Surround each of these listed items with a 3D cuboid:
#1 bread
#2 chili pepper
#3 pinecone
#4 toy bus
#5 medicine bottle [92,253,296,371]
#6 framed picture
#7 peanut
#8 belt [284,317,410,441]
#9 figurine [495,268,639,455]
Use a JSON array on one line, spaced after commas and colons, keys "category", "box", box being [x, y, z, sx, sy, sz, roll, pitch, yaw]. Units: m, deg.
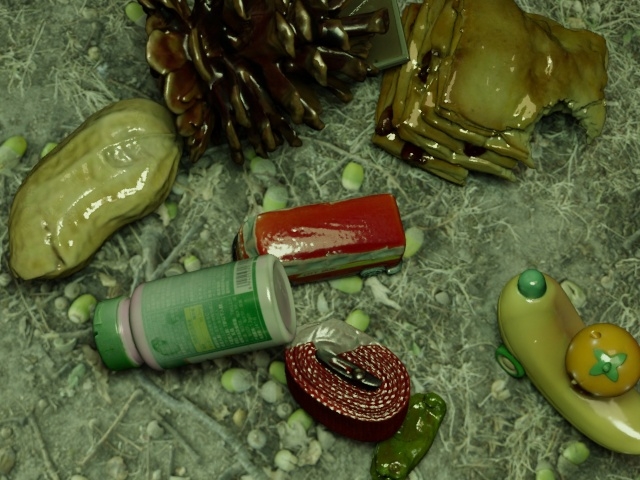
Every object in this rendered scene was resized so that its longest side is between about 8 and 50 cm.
[{"category": "bread", "box": [0.294, -0.252, 1.612, 0.370, 0.191, 0.314, 15, 70, -5]}, {"category": "chili pepper", "box": [0.116, 0.312, 1.461, 0.072, 0.073, 0.204, 26, 57, 19]}, {"category": "pinecone", "box": [-0.082, -0.307, 1.462, 0.384, 0.384, 0.384, 3, 72, -8]}, {"category": "toy bus", "box": [0.000, 0.000, 1.518, 0.265, 0.120, 0.121, -9, 72, -12]}, {"category": "medicine bottle", "box": [-0.181, 0.110, 1.415, 0.274, 0.133, 0.133, -12, 73, 9]}, {"category": "framed picture", "box": [0.007, -0.343, 1.623, 0.260, 0.023, 0.189, -16, 73, 15]}, {"category": "peanut", "box": [-0.337, -0.077, 1.476, 0.340, 0.158, 0.174, -41, 81, -12]}, {"category": "belt", "box": [0.037, 0.209, 1.450, 0.201, 0.124, 0.128, 30, 66, 18]}, {"category": "figurine", "box": [0.392, 0.180, 1.467, 0.124, 0.222, 0.324, -37, 81, -20]}]
